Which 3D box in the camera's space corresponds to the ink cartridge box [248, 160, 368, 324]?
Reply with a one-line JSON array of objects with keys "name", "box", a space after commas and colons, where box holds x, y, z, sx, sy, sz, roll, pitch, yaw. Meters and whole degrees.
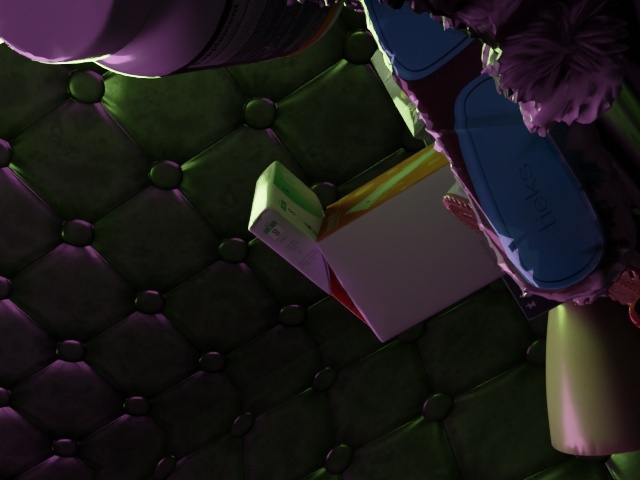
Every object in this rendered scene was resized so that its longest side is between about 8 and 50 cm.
[{"name": "ink cartridge box", "box": [0.000, 0.000, 1.077, 0.225, 0.056, 0.181, 38, -161, -17]}]

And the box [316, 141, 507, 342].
[{"name": "box", "box": [0.188, -0.043, 1.040, 0.168, 0.345, 0.215, 57, -168, -10]}]

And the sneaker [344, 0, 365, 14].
[{"name": "sneaker", "box": [0.019, -0.381, 0.878, 0.385, 0.147, 0.145, 26, 146, 6]}]

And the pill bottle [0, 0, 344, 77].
[{"name": "pill bottle", "box": [-0.102, -0.206, 0.551, 0.162, 0.162, 0.278, 59, -147, 1]}]

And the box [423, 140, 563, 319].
[{"name": "box", "box": [0.351, -0.083, 1.387, 0.343, 0.179, 0.312, 56, -166, -13]}]

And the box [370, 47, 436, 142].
[{"name": "box", "box": [0.189, -0.314, 1.303, 0.056, 0.183, 0.231, 9, -137, -33]}]

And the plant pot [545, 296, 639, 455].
[{"name": "plant pot", "box": [0.529, 0.229, 1.415, 0.256, 0.257, 0.274, -3, -102, -76]}]

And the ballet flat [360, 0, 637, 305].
[{"name": "ballet flat", "box": [0.144, -0.141, 0.630, 0.408, 0.147, 0.147, 69, -167, 6]}]

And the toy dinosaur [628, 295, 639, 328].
[{"name": "toy dinosaur", "box": [0.281, 0.038, 0.599, 0.047, 0.082, 0.090, 57, -167, -6]}]

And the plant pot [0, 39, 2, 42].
[{"name": "plant pot", "box": [-0.220, -0.397, 0.632, 0.366, 0.353, 0.366, 53, 165, 22]}]

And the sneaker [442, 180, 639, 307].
[{"name": "sneaker", "box": [0.269, -0.042, 0.727, 0.282, 0.153, 0.099, 30, 169, 38]}]

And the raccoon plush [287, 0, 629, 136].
[{"name": "raccoon plush", "box": [0.002, -0.270, 0.469, 0.446, 0.216, 0.299, 46, -154, -45]}]
